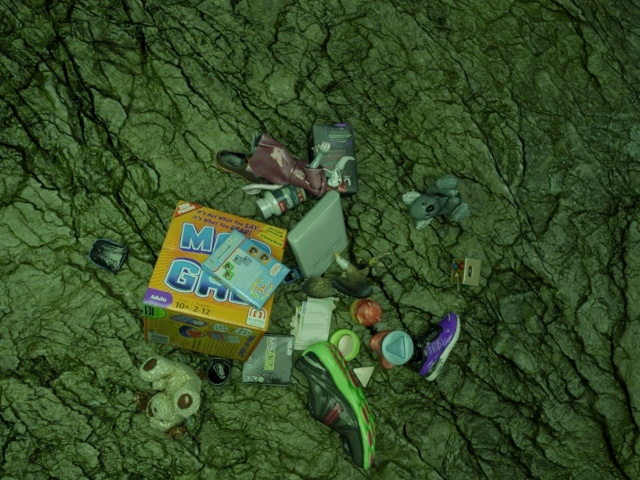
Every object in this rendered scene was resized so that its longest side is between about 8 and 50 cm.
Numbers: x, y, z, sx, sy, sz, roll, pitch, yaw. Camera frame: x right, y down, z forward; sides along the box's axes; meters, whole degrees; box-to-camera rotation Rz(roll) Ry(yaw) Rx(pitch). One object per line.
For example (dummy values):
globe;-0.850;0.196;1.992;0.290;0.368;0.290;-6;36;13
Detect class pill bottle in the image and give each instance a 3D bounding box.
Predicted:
pill bottle;-0.154;-0.157;1.781;0.180;0.108;0.108;-31;92;-13

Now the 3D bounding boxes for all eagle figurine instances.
eagle figurine;0.100;0.149;1.753;0.225;0.226;0.298;36;52;19

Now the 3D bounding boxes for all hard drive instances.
hard drive;0.000;0.000;1.685;0.047;0.353;0.233;35;72;24

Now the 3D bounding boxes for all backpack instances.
backpack;-0.749;0.052;1.637;0.114;0.084;0.105;26;79;-14

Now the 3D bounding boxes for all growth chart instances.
growth chart;-0.033;0.318;1.809;0.171;0.021;0.237;16;81;-10

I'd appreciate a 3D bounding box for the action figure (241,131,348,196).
action figure;-0.082;-0.230;1.618;0.370;0.248;0.276;25;94;6

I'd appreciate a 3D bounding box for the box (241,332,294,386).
box;-0.196;0.445;1.741;0.184;0.045;0.191;6;85;-5

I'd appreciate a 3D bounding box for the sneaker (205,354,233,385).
sneaker;-0.354;0.384;1.666;0.104;0.147;0.296;2;83;-11

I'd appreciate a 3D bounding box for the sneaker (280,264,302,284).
sneaker;-0.095;0.128;1.793;0.144;0.059;0.053;-31;91;-15

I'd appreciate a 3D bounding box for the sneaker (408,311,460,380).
sneaker;0.450;0.405;1.870;0.146;0.102;0.293;30;79;-8

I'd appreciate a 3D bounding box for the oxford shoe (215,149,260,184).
oxford shoe;-0.267;-0.277;1.771;0.271;0.098;0.097;13;82;-11

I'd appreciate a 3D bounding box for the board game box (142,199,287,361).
board game box;-0.348;0.149;1.527;0.356;0.356;0.357;16;57;-11

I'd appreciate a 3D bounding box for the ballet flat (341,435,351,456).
ballet flat;0.101;0.744;1.795;0.057;0.049;0.173;-3;79;-8

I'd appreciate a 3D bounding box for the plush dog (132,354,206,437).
plush dog;-0.520;0.553;1.619;0.262;0.210;0.225;35;92;20

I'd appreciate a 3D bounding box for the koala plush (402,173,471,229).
koala plush;0.463;-0.152;1.908;0.221;0.203;0.196;-29;105;7

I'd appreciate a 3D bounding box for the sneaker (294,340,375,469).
sneaker;0.059;0.617;1.735;0.202;0.185;0.483;-28;81;13

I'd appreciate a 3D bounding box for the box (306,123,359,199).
box;0.045;-0.306;1.822;0.165;0.143;0.271;-4;86;-11

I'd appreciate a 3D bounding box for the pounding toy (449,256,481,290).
pounding toy;0.587;0.143;1.911;0.100;0.130;0.141;10;83;-12

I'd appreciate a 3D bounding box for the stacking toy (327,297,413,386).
stacking toy;0.196;0.400;1.799;0.279;0.130;0.309;-44;95;-13

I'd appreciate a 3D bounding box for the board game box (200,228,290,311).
board game box;-0.219;0.085;1.370;0.211;0.039;0.160;36;56;3
